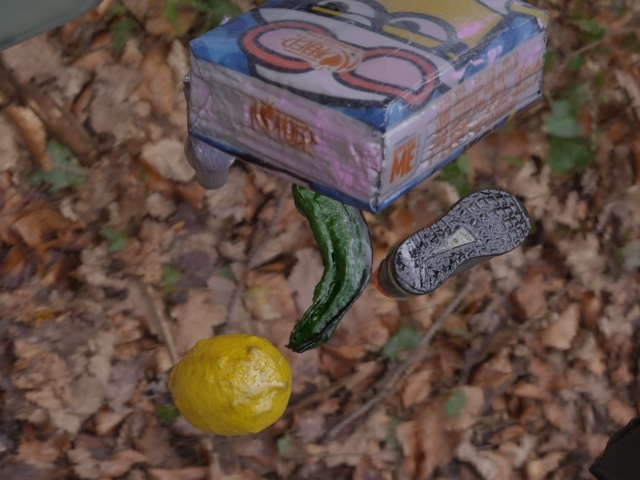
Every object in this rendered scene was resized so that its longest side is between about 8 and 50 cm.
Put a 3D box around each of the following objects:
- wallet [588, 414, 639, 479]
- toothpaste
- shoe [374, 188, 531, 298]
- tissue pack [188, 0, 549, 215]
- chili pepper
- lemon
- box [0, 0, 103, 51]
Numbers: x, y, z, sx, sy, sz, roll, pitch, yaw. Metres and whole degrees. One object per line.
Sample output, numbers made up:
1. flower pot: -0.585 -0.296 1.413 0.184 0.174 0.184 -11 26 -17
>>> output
1. wallet: 0.469 0.313 1.374 0.377 0.197 0.051 48 20 8
2. toothpaste: -0.136 -0.148 1.615 0.068 0.282 0.099 -4 61 -4
3. shoe: 0.134 0.005 1.382 0.194 0.077 0.074 -28 88 -33
4. tissue pack: 0.027 -0.083 0.645 0.155 0.115 0.065 -35 139 -45
5. chili pepper: 0.001 0.000 1.646 0.122 0.065 0.278 -6 72 -9
6. lemon: -0.100 0.157 1.439 0.114 0.155 0.114 16 71 -55
7. box: -0.197 -0.190 0.665 0.175 0.312 0.182 60 41 -20
